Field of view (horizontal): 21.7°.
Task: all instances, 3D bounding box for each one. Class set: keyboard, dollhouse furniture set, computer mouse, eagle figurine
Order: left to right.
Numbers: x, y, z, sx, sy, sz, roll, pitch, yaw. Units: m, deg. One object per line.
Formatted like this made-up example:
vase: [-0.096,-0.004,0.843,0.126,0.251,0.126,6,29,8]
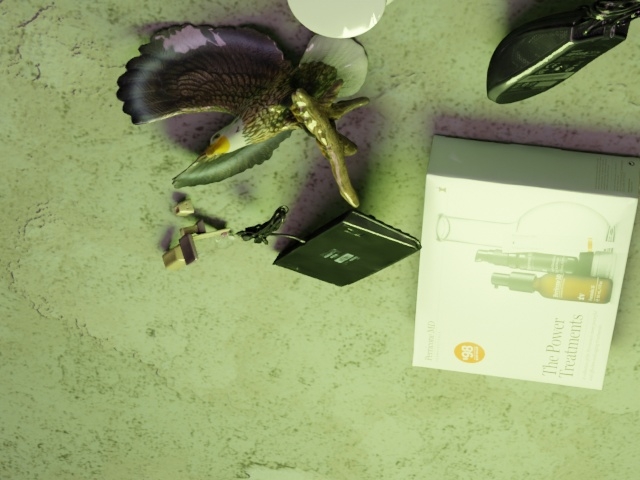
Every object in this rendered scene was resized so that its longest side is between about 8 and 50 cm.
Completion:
dollhouse furniture set: [-0.184,-0.007,2.462,0.081,0.091,0.114,-13,171,-31]
eagle figurine: [-0.097,-0.168,2.210,0.298,0.225,0.226,9,96,44]
keyboard: [0.000,0.000,2.316,0.201,0.033,0.317,19,163,-15]
computer mouse: [0.308,-0.255,2.069,0.272,0.188,0.072,-30,75,42]

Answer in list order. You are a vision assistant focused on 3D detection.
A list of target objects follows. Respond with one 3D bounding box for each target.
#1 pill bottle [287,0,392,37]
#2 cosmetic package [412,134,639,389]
pill bottle: [0.038,-0.355,1.919,0.152,0.272,0.152,6,133,6]
cosmetic package: [0.282,0.037,2.351,0.284,0.097,0.377,8,133,8]
